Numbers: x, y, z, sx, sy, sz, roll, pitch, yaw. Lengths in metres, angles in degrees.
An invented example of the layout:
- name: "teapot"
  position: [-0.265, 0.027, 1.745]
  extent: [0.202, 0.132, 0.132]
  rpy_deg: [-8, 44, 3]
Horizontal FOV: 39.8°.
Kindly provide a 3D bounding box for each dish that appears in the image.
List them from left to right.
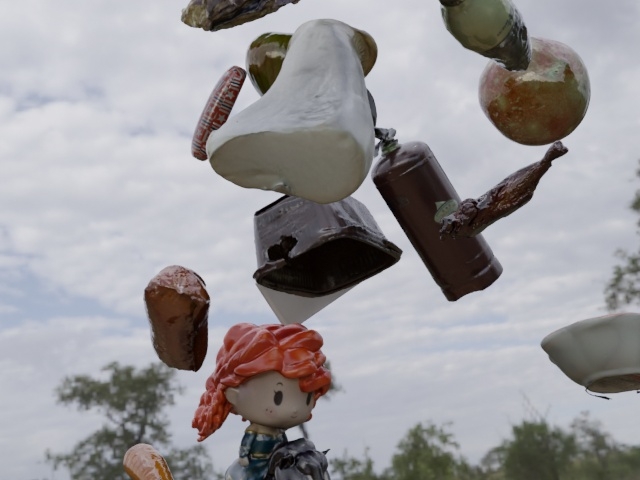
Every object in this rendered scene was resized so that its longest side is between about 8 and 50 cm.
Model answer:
- name: "dish"
  position: [0.447, 0.183, 1.324]
  extent: [0.230, 0.081, 0.229]
  rpy_deg: [-1, -27, 0]

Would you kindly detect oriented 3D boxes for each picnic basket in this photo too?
- name: "picnic basket"
  position: [0.000, 0.000, 1.596]
  extent: [0.223, 0.129, 0.297]
  rpy_deg: [-28, -22, 20]

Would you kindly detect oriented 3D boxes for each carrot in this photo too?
- name: "carrot"
  position: [-0.251, 0.376, 1.367]
  extent: [0.061, 0.061, 0.257]
  rpy_deg: [-1, 9, -27]

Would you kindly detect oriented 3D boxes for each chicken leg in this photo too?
- name: "chicken leg"
  position: [0.264, -0.063, 1.279]
  extent: [0.219, 0.048, 0.089]
  rpy_deg: [-33, -16, 6]

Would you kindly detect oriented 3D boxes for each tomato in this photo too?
- name: "tomato"
  position: [0.520, -0.366, 2.113]
  extent: [0.270, 0.270, 0.222]
  rpy_deg: [-5, -20, -16]

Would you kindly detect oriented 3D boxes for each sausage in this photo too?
- name: "sausage"
  position: [-0.229, 0.128, 1.427]
  extent: [0.102, 0.102, 0.330]
  rpy_deg: [-6, -25, -11]

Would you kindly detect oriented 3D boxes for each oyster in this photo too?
- name: "oyster"
  position: [-0.127, -0.493, 1.711]
  extent: [0.271, 0.100, 0.275]
  rpy_deg: [-36, 25, -17]

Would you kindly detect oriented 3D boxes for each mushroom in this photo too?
- name: "mushroom"
  position: [-0.012, -0.156, 0.967]
  extent: [0.159, 0.328, 0.122]
  rpy_deg: [30, -56, -13]

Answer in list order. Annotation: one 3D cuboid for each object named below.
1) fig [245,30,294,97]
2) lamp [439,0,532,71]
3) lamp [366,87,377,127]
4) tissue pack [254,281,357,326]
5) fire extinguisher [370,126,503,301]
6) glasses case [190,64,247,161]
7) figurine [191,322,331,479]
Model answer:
- name: "fig"
  position: [-0.076, -0.274, 1.709]
  extent: [0.152, 0.259, 0.151]
  rpy_deg: [3, -1, 0]
- name: "lamp"
  position: [0.240, -0.313, 1.279]
  extent: [0.101, 0.101, 0.250]
  rpy_deg: [-19, -28, 31]
- name: "lamp"
  position: [-0.047, -0.206, 1.903]
  extent: [0.371, 0.108, 0.130]
  rpy_deg: [-23, -43, 24]
- name: "tissue pack"
  position: [-0.013, 0.082, 2.023]
  extent: [0.246, 0.136, 0.159]
  rpy_deg: [-34, 1, -2]
- name: "fire extinguisher"
  position: [0.176, -0.059, 1.499]
  extent: [0.114, 0.337, 0.135]
  rpy_deg: [-29, 8, 27]
- name: "glasses case"
  position: [-0.198, -0.244, 1.679]
  extent: [0.049, 0.194, 0.073]
  rpy_deg: [25, -1, -12]
- name: "figurine"
  position: [-0.095, 0.361, 1.632]
  extent: [0.241, 0.411, 0.306]
  rpy_deg: [4, -29, -26]
